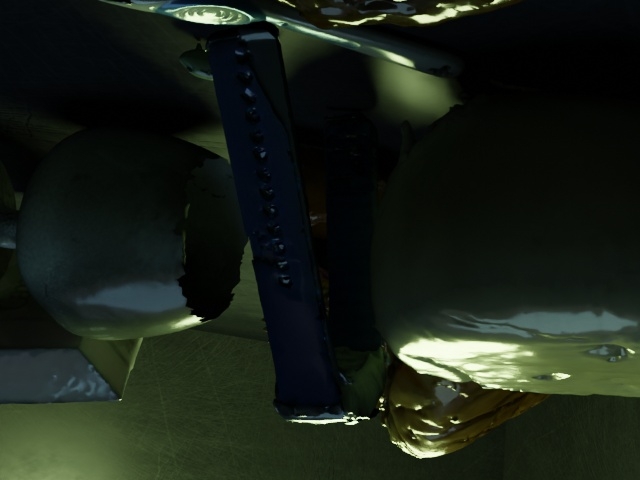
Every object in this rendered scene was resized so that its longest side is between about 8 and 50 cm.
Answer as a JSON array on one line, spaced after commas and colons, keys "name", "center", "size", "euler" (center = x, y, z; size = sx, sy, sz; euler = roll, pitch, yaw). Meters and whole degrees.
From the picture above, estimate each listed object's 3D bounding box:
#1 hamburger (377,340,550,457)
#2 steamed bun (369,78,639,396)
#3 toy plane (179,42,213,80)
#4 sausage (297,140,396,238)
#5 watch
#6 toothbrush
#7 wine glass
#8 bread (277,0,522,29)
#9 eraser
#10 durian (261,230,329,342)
[{"name": "hamburger", "center": [0.200, 0.125, 1.064], "size": [0.318, 0.158, 0.318], "euler": [-27, 150, -17]}, {"name": "steamed bun", "center": [0.215, 0.001, 0.750], "size": [0.312, 0.233, 0.334], "euler": [-1, 163, 20]}, {"name": "toy plane", "center": [-0.072, -0.139, 0.721], "size": [0.083, 0.033, 0.080], "euler": [17, 166, -15]}, {"name": "sausage", "center": [0.042, -0.039, 0.953], "size": [0.270, 0.109, 0.109], "euler": [13, 166, -33]}, {"name": "watch", "center": [-0.004, 0.005, 0.690], "size": [0.068, 0.274, 0.276], "euler": [-2, 174, 18]}, {"name": "toothbrush", "center": [-0.065, -0.157, 0.616], "size": [0.386, 0.040, 0.040], "euler": [11, 167, -23]}, {"name": "wine glass", "center": [-0.252, -0.014, 0.938], "size": [0.323, 0.238, 0.238], "euler": [1, 167, 16]}, {"name": "bread", "center": [0.035, -0.165, 0.348], "size": [0.230, 0.123, 0.230], "euler": [4, 170, 1]}, {"name": "eraser", "center": [-0.322, 0.068, 1.142], "size": [0.213, 0.082, 0.397], "euler": [-1, -157, -1]}, {"name": "durian", "center": [-0.010, 0.024, 1.018], "size": [0.154, 0.186, 0.260], "euler": [-32, 176, 20]}]
